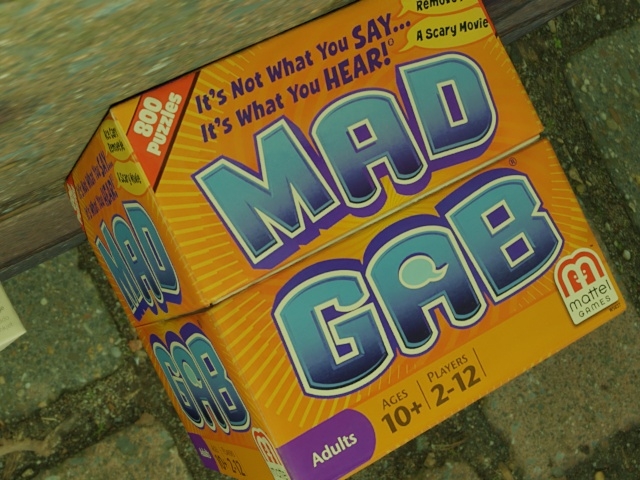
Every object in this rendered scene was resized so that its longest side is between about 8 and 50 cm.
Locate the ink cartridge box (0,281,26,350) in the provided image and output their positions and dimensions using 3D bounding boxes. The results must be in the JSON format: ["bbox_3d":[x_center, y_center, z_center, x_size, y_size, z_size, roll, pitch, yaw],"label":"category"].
[{"bbox_3d":[-0.236,0.015,0.572,0.099,0.135,0.056,-28,180,-34],"label":"ink cartridge box"}]

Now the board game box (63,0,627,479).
[{"bbox_3d":[0.000,0.000,1.077,0.356,0.356,0.356,-27,-177,-20],"label":"board game box"}]
